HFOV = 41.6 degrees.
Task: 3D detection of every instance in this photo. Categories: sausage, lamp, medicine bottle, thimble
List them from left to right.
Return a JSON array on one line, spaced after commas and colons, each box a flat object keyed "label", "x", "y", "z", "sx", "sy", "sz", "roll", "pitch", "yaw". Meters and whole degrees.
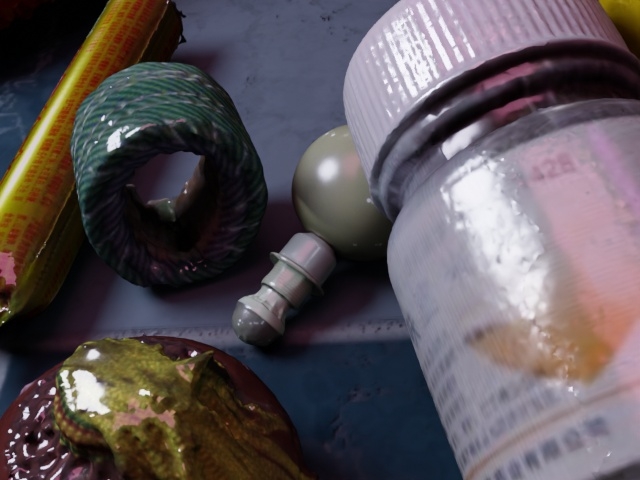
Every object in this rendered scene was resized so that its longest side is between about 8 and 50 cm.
[{"label": "sausage", "x": -0.188, "y": -0.064, "z": 0.640, "sx": 0.082, "sy": 0.082, "sz": 0.371, "roll": 2, "pitch": 46, "yaw": 12}, {"label": "lamp", "x": -0.088, "y": 0.107, "z": 0.403, "sx": 0.157, "sy": 0.134, "sz": 0.156, "roll": -21, "pitch": 45, "yaw": -8}, {"label": "thimble", "x": -0.100, "y": -0.043, "z": 0.556, "sx": 0.119, "sy": 0.135, "sz": 0.090, "roll": -11, "pitch": 42, "yaw": -12}, {"label": "lamp", "x": 0.000, "y": 0.000, "z": 0.542, "sx": 0.091, "sy": 0.091, "sz": 0.163, "roll": 30, "pitch": 72, "yaw": 33}, {"label": "medicine bottle", "x": 0.117, "y": 0.012, "z": 0.402, "sx": 0.165, "sy": 0.165, "sz": 0.273, "roll": -16, "pitch": 60, "yaw": -6}]

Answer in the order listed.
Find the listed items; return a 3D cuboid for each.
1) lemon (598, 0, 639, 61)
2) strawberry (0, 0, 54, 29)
[{"label": "lemon", "x": 0.297, "y": -0.204, "z": 0.487, "sx": 0.350, "sy": 0.387, "sz": 0.349, "roll": 0, "pitch": 63, "yaw": 0}, {"label": "strawberry", "x": -0.329, "y": -0.310, "z": 0.801, "sx": 0.344, "sy": 0.292, "sz": 0.292, "roll": -11, "pitch": 43, "yaw": -22}]
